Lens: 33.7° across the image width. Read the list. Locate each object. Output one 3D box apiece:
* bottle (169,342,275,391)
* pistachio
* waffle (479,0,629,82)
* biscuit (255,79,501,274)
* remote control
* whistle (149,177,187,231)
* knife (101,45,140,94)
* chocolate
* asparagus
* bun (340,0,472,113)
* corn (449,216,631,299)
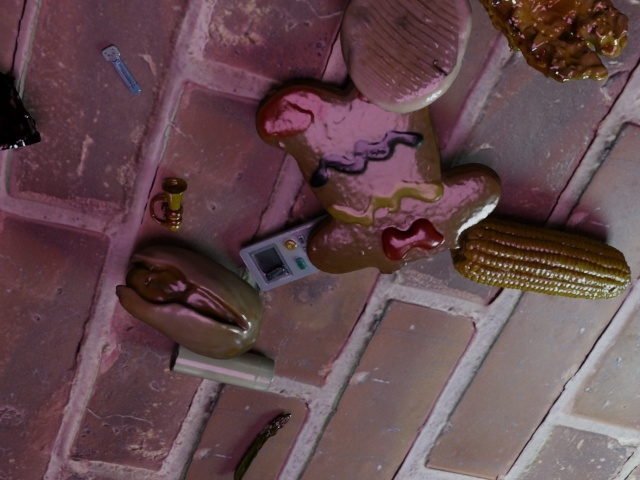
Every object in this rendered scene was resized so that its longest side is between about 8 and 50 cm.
[{"bbox_3d":[-0.196,0.248,2.111,0.201,0.072,0.072,16,124,-15],"label":"bottle"},{"bbox_3d":[-0.236,0.114,1.966,0.288,0.197,0.166,31,76,-12],"label":"pistachio"},{"bbox_3d":[0.312,-0.384,1.563,0.151,0.261,0.324,-41,125,-1],"label":"waffle"},{"bbox_3d":[0.111,-0.124,1.821,0.368,0.076,0.394,-18,116,8],"label":"biscuit"},{"bbox_3d":[0.000,0.001,1.956,0.293,0.051,0.103,-22,118,13],"label":"remote control"},{"bbox_3d":[-0.274,-0.058,1.898,0.057,0.046,0.109,-3,134,-20],"label":"whistle"},{"bbox_3d":[-0.327,-0.279,1.747,0.027,0.010,0.096,-23,125,13],"label":"knife"},{"bbox_3d":[-0.537,-0.215,1.723,0.156,0.156,0.133,-5,101,-1],"label":"chocolate"},{"bbox_3d":[-0.133,0.449,2.292,0.034,0.027,0.236,21,122,-25],"label":"asparagus"},{"bbox_3d":[0.135,-0.321,1.660,0.210,0.116,0.237,30,97,12],"label":"bun"},{"bbox_3d":[0.414,0.036,1.973,0.344,0.131,0.131,9,125,-14],"label":"corn"}]
